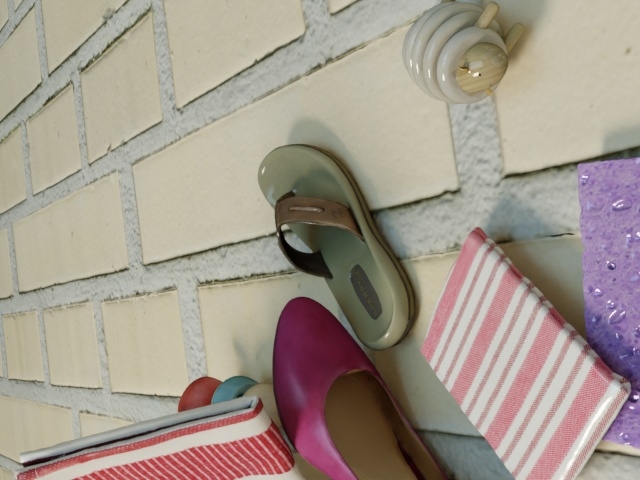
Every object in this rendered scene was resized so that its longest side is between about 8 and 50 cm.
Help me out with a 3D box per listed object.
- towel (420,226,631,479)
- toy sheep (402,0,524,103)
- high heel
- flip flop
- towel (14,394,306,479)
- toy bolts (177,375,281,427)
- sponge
[{"bbox_3d":[0.159,0.101,0.634,0.197,0.029,0.144,54,141,42],"label":"towel"},{"bbox_3d":[0.113,-0.160,0.651,0.132,0.091,0.091,-130,47,-57],"label":"toy sheep"},{"bbox_3d":[0.082,0.197,0.708,0.181,0.127,0.377,-42,70,46],"label":"high heel"},{"bbox_3d":[0.000,0.000,0.823,0.277,0.080,0.112,60,137,30],"label":"flip flop"},{"bbox_3d":[-0.127,0.280,0.791,0.329,0.237,0.037,72,-177,-46],"label":"towel"},{"bbox_3d":[-0.112,0.279,0.944,0.218,0.228,0.158,44,143,-20],"label":"toy bolts"},{"bbox_3d":[0.240,0.045,0.539,0.117,0.031,0.210,-1,94,55],"label":"sponge"}]
